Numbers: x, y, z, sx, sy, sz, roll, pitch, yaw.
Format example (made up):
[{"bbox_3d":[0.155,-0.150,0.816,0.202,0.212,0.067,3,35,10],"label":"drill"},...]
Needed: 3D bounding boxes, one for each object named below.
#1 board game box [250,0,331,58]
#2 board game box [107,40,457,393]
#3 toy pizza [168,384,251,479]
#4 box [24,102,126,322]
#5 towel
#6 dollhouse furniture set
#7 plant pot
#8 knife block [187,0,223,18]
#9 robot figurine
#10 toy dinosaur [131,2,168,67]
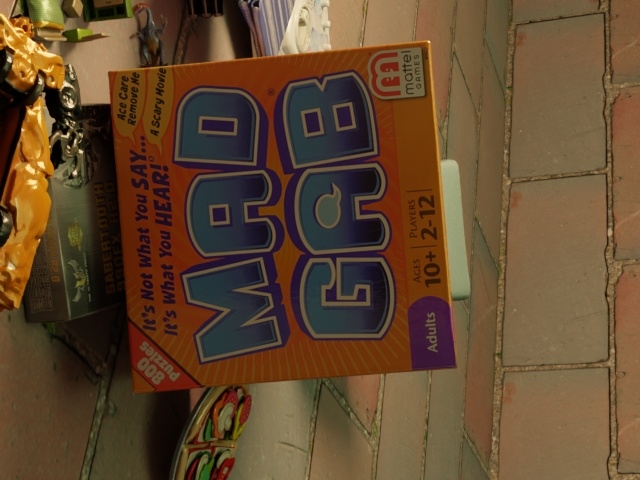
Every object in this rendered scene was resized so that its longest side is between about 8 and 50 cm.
[{"bbox_3d":[-0.028,-0.358,2.063,0.390,0.050,0.390,-57,146,-61],"label":"board game box"},{"bbox_3d":[-0.030,-0.021,1.483,0.356,0.356,0.356,12,73,-86],"label":"board game box"},{"bbox_3d":[-0.136,0.265,1.603,0.201,0.032,0.201,-56,157,-38],"label":"toy pizza"},{"bbox_3d":[-0.271,-0.036,1.367,0.183,0.056,0.231,-18,102,-71],"label":"box"},{"bbox_3d":[-0.046,-0.421,1.700,0.243,0.040,0.336,78,27,-75],"label":"towel"},{"bbox_3d":[-0.277,-0.268,1.406,0.151,0.058,0.076,-22,106,-70],"label":"dollhouse furniture set"},{"bbox_3d":[0.080,0.000,2.093,0.252,0.247,0.248,-9,94,-54],"label":"plant pot"},{"bbox_3d":[-0.161,-0.456,1.753,0.275,0.242,0.088,43,1,8],"label":"knife block"},{"bbox_3d":[-0.324,-0.090,1.159,0.211,0.085,0.291,39,48,-46],"label":"robot figurine"},{"bbox_3d":[-0.228,-0.266,1.606,0.090,0.047,0.082,133,-52,-71],"label":"toy dinosaur"}]
